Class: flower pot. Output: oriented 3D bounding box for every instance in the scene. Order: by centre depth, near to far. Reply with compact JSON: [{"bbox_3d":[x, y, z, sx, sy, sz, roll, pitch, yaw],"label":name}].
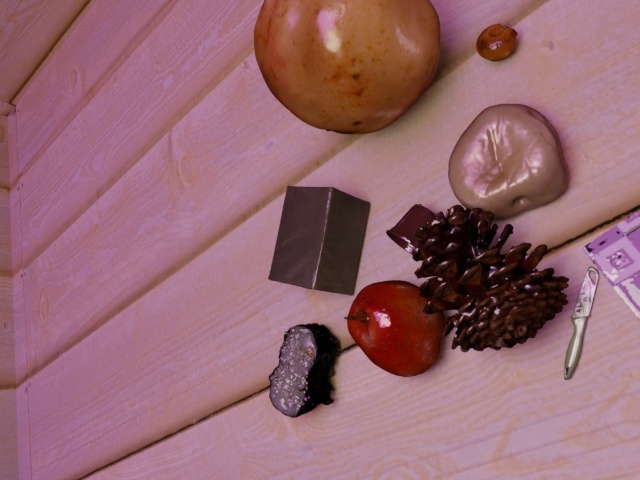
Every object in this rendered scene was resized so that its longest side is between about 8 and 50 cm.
[{"bbox_3d":[0.209,-0.022,1.099,0.111,0.111,0.089,32,84,38],"label":"flower pot"}]

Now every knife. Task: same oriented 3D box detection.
[{"bbox_3d":[0.457,0.146,0.911,0.030,0.014,0.207,14,87,39],"label":"knife"}]

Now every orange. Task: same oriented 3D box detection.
[{"bbox_3d":[0.369,-0.409,1.079,0.086,0.062,0.086,-15,46,17],"label":"orange"}]

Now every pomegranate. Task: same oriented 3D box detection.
[{"bbox_3d":[0.062,-0.434,1.121,0.412,0.412,0.410,-10,73,36],"label":"pomegranate"}]

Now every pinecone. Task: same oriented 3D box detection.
[{"bbox_3d":[0.284,0.054,0.927,0.246,0.246,0.292,-45,52,21],"label":"pinecone"}]

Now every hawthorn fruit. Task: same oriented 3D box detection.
[{"bbox_3d":[0.133,0.167,1.027,0.197,0.226,0.196,-24,57,43],"label":"hawthorn fruit"}]

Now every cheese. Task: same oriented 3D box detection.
[{"bbox_3d":[0.360,-0.148,0.991,0.218,0.117,0.234,22,97,38],"label":"cheese"}]

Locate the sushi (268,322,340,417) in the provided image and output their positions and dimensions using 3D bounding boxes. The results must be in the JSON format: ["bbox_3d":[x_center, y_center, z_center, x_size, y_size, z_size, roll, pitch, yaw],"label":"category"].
[{"bbox_3d":[-0.026,0.301,1.189,0.147,0.115,0.212,15,90,43],"label":"sushi"}]

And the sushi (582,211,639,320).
[{"bbox_3d":[0.641,0.045,0.758,0.343,0.064,0.359,-40,57,24],"label":"sushi"}]

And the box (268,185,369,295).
[{"bbox_3d":[0.000,0.000,1.217,0.149,0.156,0.231,7,85,42],"label":"box"}]
